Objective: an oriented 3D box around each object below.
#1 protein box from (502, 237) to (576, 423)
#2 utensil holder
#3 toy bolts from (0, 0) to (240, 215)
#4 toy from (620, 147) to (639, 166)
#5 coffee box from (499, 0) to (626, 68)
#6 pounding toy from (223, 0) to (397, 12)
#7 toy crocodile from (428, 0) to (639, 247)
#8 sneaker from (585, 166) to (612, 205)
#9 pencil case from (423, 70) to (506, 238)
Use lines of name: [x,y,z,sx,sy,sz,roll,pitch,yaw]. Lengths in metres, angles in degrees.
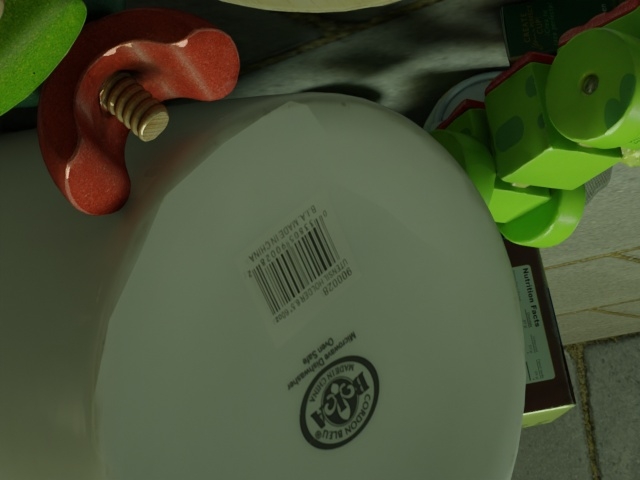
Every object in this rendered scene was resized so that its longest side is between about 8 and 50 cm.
protein box: [0.085,0.094,1.042,0.201,0.136,0.200,-11,168,3]
utensil holder: [-0.113,0.080,0.803,0.328,0.327,0.385,4,177,-42]
toy bolts: [-0.121,-0.141,0.527,0.218,0.158,0.228,-46,160,-10]
toy: [0.284,-0.091,1.046,0.137,0.056,0.237,-19,163,42]
coffee box: [0.214,-0.133,0.842,0.184,0.040,0.113,-8,168,10]
pounding toy: [-0.010,-0.187,0.339,0.183,0.110,0.236,0,135,15]
toy crocodile: [0.148,-0.075,0.785,0.115,0.105,0.340,7,156,-37]
sneaker: [0.199,-0.060,1.084,0.070,0.051,0.134,12,-165,24]
pencil case: [0.118,-0.045,1.041,0.124,0.113,0.273,13,166,-5]
